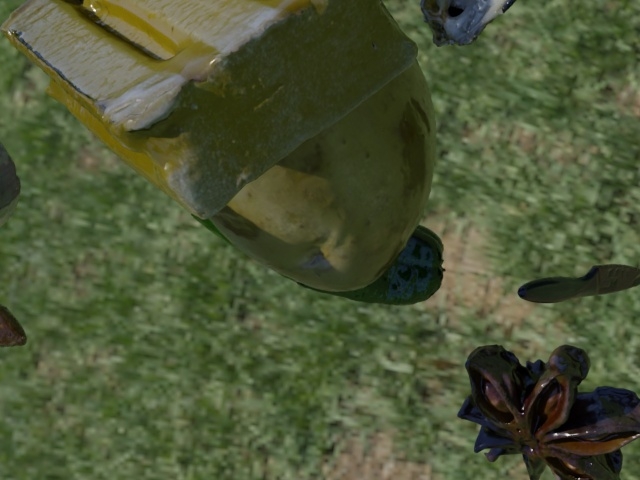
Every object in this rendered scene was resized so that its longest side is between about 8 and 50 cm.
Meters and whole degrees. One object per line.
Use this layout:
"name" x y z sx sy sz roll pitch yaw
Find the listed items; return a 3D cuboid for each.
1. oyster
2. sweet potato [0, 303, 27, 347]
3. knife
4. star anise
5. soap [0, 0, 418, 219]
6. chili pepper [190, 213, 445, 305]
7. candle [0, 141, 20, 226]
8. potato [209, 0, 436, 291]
"oyster" 0.174 -0.282 1.739 0.121 0.045 0.146 15 124 32
"sweet potato" -0.413 0.067 1.665 0.218 0.065 0.051 26 74 28
"knife" 0.277 0.042 1.530 0.018 0.247 0.035 23 108 38
"star anise" 0.262 0.189 1.670 0.099 0.214 0.220 -78 -14 -46
"soap" -0.087 -0.140 1.014 0.199 0.091 0.315 -39 32 -10
"chili pepper" 0.001 -0.001 1.447 0.083 0.253 0.099 -135 67 -79
"candle" -0.333 -0.065 1.141 0.192 0.068 0.168 0 115 22
"potato" 0.002 -0.078 1.315 0.242 0.242 0.285 -51 13 32
